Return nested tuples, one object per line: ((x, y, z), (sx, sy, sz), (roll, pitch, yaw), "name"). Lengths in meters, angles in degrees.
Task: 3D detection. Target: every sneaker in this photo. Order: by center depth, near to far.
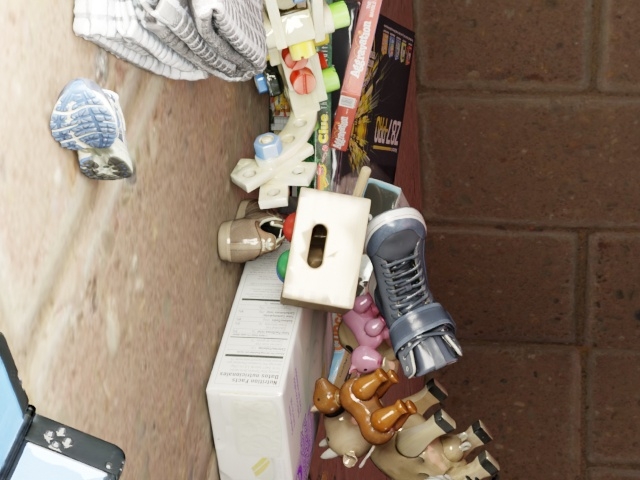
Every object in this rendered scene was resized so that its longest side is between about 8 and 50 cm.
((-0.183, -0.099, 1.066), (0.135, 0.052, 0.058), (88, -3, -67), "sneaker")
((0.115, 0.071, 1.632), (0.226, 0.086, 0.163), (80, -11, -58), "sneaker")
((-0.072, -0.008, 1.641), (0.188, 0.071, 0.066), (-55, 146, -72), "sneaker")

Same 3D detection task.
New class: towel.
((-0.116, -0.274, 1.185), (0.283, 0.121, 0.235), (15, 76, -80), "towel")

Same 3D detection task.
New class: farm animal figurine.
((0.091, 0.240, 1.778), (0.327, 0.172, 0.330), (50, 18, -8), "farm animal figurine")

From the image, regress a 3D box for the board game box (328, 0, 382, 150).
((0.057, -0.269, 1.697), (0.145, 0.027, 0.281), (106, -3, -65), "board game box")

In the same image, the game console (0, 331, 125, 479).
((-0.197, 0.154, 0.914), (0.144, 0.124, 0.085), (-75, -170, -51), "game console")

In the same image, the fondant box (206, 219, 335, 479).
((-0.055, 0.163, 1.706), (0.330, 0.096, 0.238), (-75, 164, -50), "fondant box")

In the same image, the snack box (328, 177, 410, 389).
((0.059, 0.083, 2.054), (0.187, 0.060, 0.322), (51, 58, -73), "snack box")

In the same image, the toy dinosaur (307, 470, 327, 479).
((0.006, 0.433, 2.242), (0.183, 0.053, 0.093), (43, 48, -77), "toy dinosaur")

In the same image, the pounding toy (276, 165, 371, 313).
((0.001, -0.009, 1.599), (0.206, 0.094, 0.181), (117, -17, -83), "pounding toy")

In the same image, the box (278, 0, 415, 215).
((0.046, -0.193, 2.072), (0.395, 0.097, 0.318), (-4, 104, -75), "box")

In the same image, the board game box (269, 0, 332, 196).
((-0.028, -0.187, 1.774), (0.136, 0.030, 0.260), (8, -81, 58), "board game box")

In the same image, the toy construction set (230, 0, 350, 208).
((-0.037, -0.207, 1.577), (0.215, 0.151, 0.328), (-115, -156, -52), "toy construction set")
